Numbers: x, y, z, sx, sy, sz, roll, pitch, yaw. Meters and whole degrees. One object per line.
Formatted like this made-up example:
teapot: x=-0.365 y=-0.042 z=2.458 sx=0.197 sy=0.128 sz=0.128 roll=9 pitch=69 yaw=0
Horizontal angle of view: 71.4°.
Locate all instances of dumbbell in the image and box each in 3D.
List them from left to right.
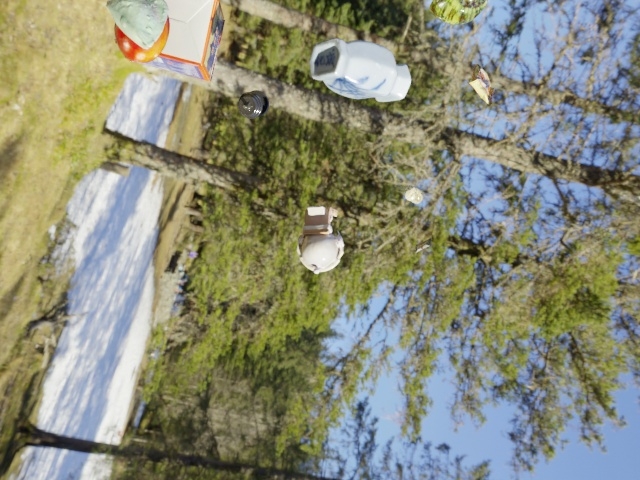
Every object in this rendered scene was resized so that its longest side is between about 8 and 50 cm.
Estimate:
dumbbell: x=-0.254 y=-0.520 z=1.699 sx=0.208 sy=0.099 sz=0.099 roll=-63 pitch=172 yaw=-66

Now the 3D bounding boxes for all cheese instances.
cheese: x=0.376 y=-0.186 z=1.796 sx=0.194 sy=0.043 sz=0.065 roll=-3 pitch=85 yaw=-67

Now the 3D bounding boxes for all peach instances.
peach: x=-0.653 y=-0.765 z=1.627 sx=0.226 sy=0.196 sz=0.190 roll=-52 pitch=178 yaw=35

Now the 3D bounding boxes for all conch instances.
conch: x=0.474 y=-0.806 z=1.469 sx=0.124 sy=0.187 sz=0.181 roll=60 pitch=-25 yaw=26

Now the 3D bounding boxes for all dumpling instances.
dumpling: x=-0.538 y=-0.670 z=1.325 sx=0.149 sy=0.216 sz=0.105 roll=-43 pitch=169 yaw=19

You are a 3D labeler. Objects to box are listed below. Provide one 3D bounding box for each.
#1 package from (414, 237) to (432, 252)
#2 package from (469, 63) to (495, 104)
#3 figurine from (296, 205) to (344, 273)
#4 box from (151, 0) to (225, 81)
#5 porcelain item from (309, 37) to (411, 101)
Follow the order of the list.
package: x=0.398 y=0.019 z=1.724 sx=0.110 sy=0.015 sz=0.037 roll=142 pitch=-41 yaw=-63
package: x=0.556 y=-0.536 z=1.528 sx=0.031 sy=0.121 sz=0.108 roll=-22 pitch=-145 yaw=47
figurine: x=-0.001 y=0.000 z=1.514 sx=0.141 sy=0.162 sz=0.236 roll=44 pitch=43 yaw=-71
box: x=-0.631 y=-0.915 z=1.940 sx=0.257 sy=0.349 sz=0.318 roll=-161 pitch=-98 yaw=-83
porcelain item: x=0.159 y=-0.657 z=1.730 sx=0.242 sy=0.405 sz=0.178 roll=11 pitch=-82 yaw=46
